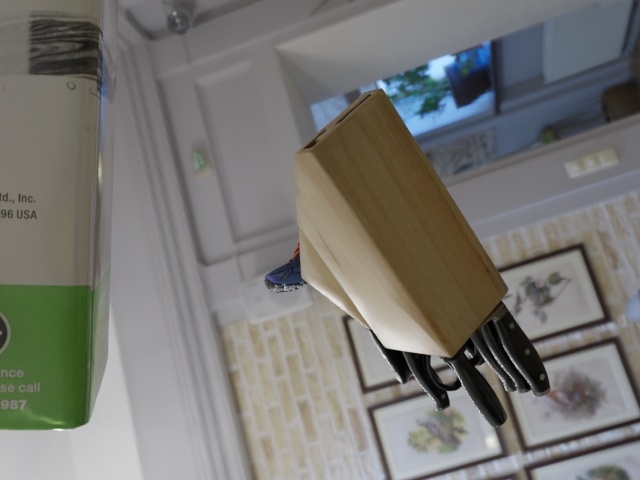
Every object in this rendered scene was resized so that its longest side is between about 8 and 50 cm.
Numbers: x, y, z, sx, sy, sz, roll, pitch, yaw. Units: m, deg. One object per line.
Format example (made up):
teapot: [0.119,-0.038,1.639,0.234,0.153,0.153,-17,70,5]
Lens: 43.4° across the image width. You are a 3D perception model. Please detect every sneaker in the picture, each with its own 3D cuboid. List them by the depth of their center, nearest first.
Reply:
sneaker: [0.000,0.000,1.156,0.087,0.221,0.083,54,151,-1]

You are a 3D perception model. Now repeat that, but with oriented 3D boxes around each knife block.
knife block: [0.097,0.037,0.679,0.242,0.088,0.275,35,153,22]

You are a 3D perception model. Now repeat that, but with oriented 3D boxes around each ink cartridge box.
ink cartridge box: [-0.193,-0.065,0.355,0.115,0.199,0.272,-144,57,-78]
